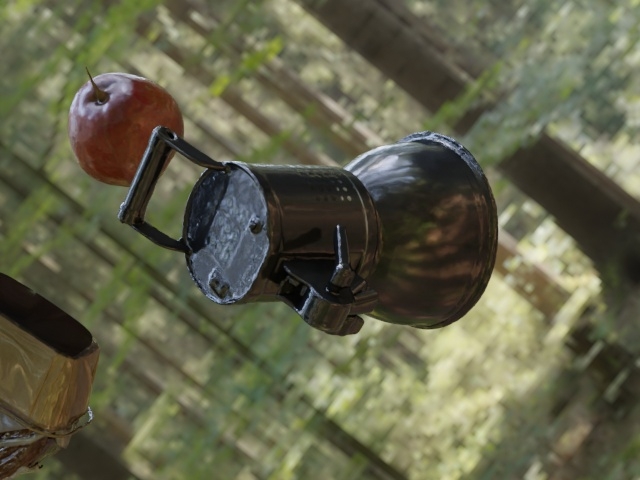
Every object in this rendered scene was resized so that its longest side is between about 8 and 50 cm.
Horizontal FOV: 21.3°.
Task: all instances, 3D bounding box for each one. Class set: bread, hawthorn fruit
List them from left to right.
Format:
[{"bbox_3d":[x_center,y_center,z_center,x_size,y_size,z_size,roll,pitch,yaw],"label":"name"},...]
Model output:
[{"bbox_3d":[-0.351,0.154,1.819,0.212,0.224,0.142,-62,-10,19],"label":"bread"},{"bbox_3d":[-0.211,-0.116,1.778,0.125,0.125,0.140,-50,-23,19],"label":"hawthorn fruit"}]

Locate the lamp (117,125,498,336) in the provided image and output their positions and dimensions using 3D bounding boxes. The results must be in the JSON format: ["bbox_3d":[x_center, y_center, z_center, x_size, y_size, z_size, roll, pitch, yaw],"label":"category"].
[{"bbox_3d":[0.000,0.000,1.189,0.227,0.172,0.147,-2,-50,-42],"label":"lamp"}]
